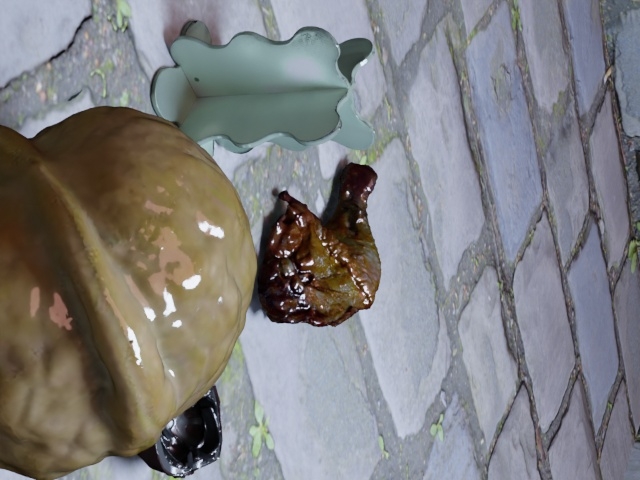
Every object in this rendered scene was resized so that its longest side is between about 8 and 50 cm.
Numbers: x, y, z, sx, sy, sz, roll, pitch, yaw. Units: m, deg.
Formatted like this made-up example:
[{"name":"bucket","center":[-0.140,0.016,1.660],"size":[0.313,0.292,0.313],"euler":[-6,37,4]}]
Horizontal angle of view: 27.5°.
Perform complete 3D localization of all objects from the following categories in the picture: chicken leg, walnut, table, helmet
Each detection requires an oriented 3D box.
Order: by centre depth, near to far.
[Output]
[{"name":"walnut","center":[-0.193,0.033,1.037],"size":[0.296,0.285,0.285],"euler":[-29,123,-19]},{"name":"helmet","center":[-0.154,0.189,1.322],"size":[0.123,0.070,0.098],"euler":[-5,89,-56]},{"name":"table","center":[-0.049,-0.156,1.375],"size":[0.166,0.198,0.166],"euler":[-1,91,-63]},{"name":"chicken leg","center":[0.006,0.011,1.633],"size":[0.322,0.083,0.177],"euler":[-27,100,-57]}]
